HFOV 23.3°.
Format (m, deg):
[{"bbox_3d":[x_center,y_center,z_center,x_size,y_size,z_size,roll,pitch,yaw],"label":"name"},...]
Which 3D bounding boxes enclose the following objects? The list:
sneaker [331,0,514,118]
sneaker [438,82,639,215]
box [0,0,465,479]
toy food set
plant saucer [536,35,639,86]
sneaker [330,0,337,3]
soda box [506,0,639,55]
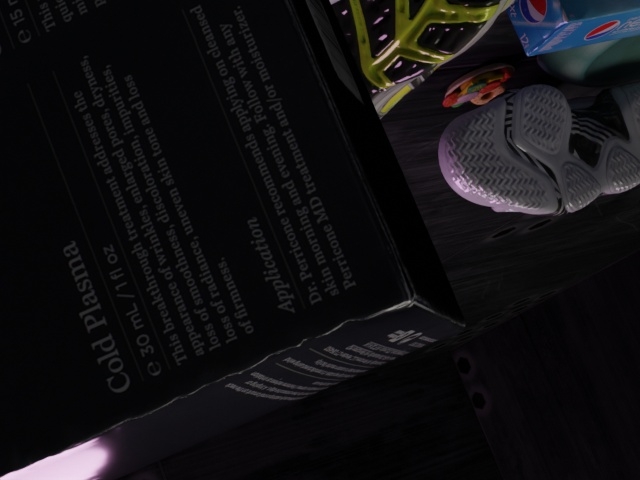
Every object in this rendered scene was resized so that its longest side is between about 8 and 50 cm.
[{"bbox_3d":[0.040,-0.158,1.168,0.147,0.145,0.385,-37,-172,-39],"label":"sneaker"},{"bbox_3d":[0.224,-0.089,1.706,0.366,0.137,0.210,-11,179,-40],"label":"sneaker"},{"bbox_3d":[-0.143,-0.055,0.772,0.313,0.343,0.179,-23,169,9],"label":"box"},{"bbox_3d":[0.170,-0.164,1.659,0.083,0.020,0.083,-16,168,-26],"label":"toy food set"},{"bbox_3d":[0.387,-0.241,1.666,0.318,0.043,0.317,-21,168,-5],"label":"plant saucer"},{"bbox_3d":[-0.019,-0.198,0.989,0.258,0.094,0.091,-38,140,25],"label":"sneaker"},{"bbox_3d":[0.270,-0.228,1.425,0.210,0.071,0.067,-14,165,-34],"label":"soda box"}]
